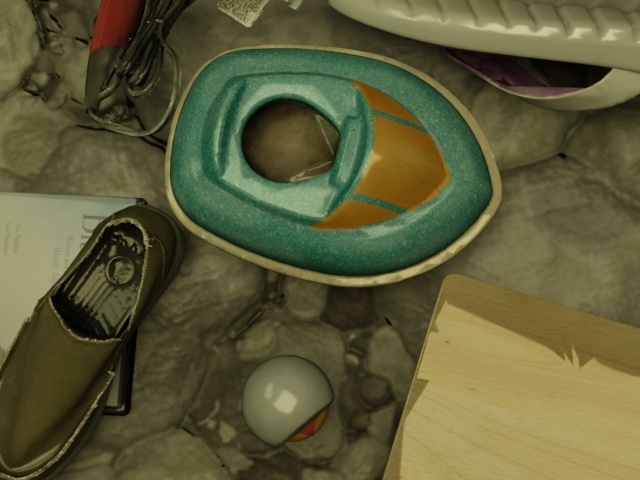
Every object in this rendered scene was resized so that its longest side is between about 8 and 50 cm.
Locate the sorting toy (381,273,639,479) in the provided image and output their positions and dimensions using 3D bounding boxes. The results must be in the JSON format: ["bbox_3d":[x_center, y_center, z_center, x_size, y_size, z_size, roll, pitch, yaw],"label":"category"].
[{"bbox_3d":[0.179,0.186,0.867,0.257,0.089,0.255,17,81,6],"label":"sorting toy"}]

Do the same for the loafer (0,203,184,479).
[{"bbox_3d":[-0.196,0.077,0.885,0.094,0.087,0.251,26,83,7],"label":"loafer"}]

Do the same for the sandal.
[{"bbox_3d":[0.197,-0.151,0.914,0.416,0.169,0.102,11,122,9],"label":"sandal"}]

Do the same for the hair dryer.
[{"bbox_3d":[-0.156,-0.226,0.926,0.223,0.080,0.293,-40,54,-17],"label":"hair dryer"}]

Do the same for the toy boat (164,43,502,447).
[{"bbox_3d":[0.000,0.000,0.880,0.267,0.148,0.318,8,80,4],"label":"toy boat"}]

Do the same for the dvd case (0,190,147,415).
[{"bbox_3d":[-0.275,0.048,0.950,0.253,0.022,0.180,3,80,3],"label":"dvd case"}]
